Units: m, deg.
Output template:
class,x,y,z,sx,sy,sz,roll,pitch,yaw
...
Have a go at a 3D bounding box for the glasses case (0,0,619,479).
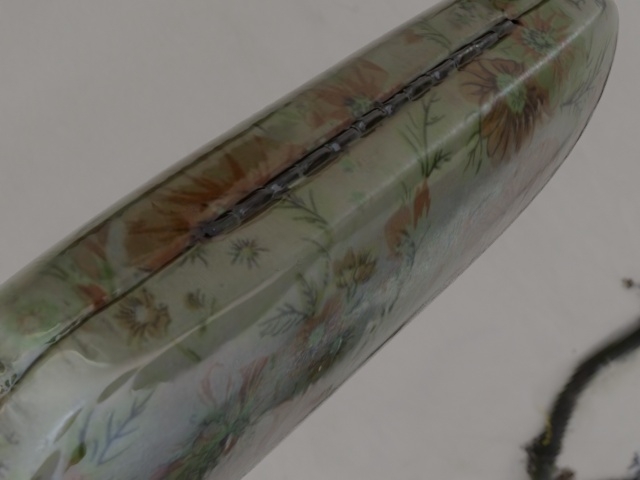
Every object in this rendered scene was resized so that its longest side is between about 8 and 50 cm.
class,x,y,z,sx,sy,sz,roll,pitch,yaw
glasses case,0.000,0.000,0.530,0.425,0.098,0.156,-38,160,-43
